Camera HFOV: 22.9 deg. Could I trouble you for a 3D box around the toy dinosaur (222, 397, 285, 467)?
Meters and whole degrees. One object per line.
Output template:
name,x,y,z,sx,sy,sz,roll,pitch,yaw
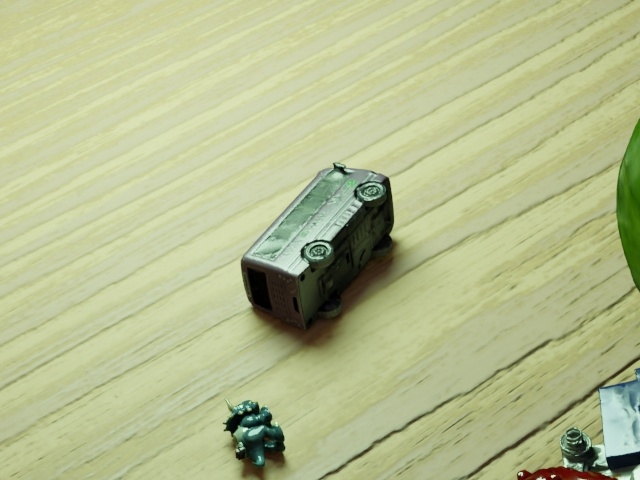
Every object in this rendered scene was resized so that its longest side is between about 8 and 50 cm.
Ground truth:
toy dinosaur,-0.063,0.178,1.456,0.047,0.030,0.083,-19,44,-17

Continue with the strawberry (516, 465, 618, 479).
strawberry,0.202,0.304,1.146,0.258,0.261,0.261,36,54,29

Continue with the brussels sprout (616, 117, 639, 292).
brussels sprout,0.436,-0.016,1.466,0.355,0.281,0.289,42,76,0

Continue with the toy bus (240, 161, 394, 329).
toy bus,0.000,0.000,1.608,0.098,0.086,0.178,18,48,29

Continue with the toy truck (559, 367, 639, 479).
toy truck,0.280,0.211,1.329,0.177,0.161,0.213,-12,34,14
